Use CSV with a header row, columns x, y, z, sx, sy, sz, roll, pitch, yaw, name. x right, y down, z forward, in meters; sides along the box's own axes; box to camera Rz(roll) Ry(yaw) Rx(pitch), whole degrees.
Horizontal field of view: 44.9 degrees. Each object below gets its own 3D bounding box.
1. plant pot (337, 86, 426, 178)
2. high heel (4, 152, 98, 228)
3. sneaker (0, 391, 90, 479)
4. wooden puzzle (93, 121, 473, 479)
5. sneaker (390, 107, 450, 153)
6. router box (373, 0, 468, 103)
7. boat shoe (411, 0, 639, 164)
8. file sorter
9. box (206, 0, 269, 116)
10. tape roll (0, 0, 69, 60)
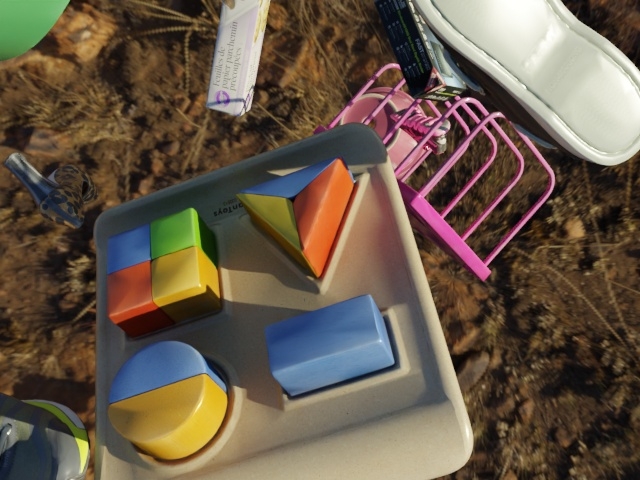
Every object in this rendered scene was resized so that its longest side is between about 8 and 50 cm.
x,y,z,sx,sy,sz,roll,pitch,yaw,name
0.121,-0.228,1.622,0.201,0.180,0.201,0,91,15,plant pot
-0.459,-0.064,1.459,0.186,0.261,0.093,42,95,18,high heel
-0.338,0.179,0.715,0.300,0.121,0.111,13,83,29,sneaker
-0.066,0.065,0.689,0.322,0.080,0.348,-18,57,8,wooden puzzle
0.150,-0.165,1.180,0.047,0.057,0.119,-28,37,-21,sneaker
0.116,-0.220,0.881,0.038,0.092,0.122,-24,84,29,router box
0.139,-0.174,0.619,0.114,0.091,0.302,-43,107,-3,boat shoe
0.168,-0.120,1.153,0.182,0.202,0.290,-48,38,2,file sorter
-0.121,-0.365,1.241,0.063,0.067,0.324,16,112,7,box
-0.272,-0.292,0.550,0.321,0.077,0.321,7,101,41,tape roll
